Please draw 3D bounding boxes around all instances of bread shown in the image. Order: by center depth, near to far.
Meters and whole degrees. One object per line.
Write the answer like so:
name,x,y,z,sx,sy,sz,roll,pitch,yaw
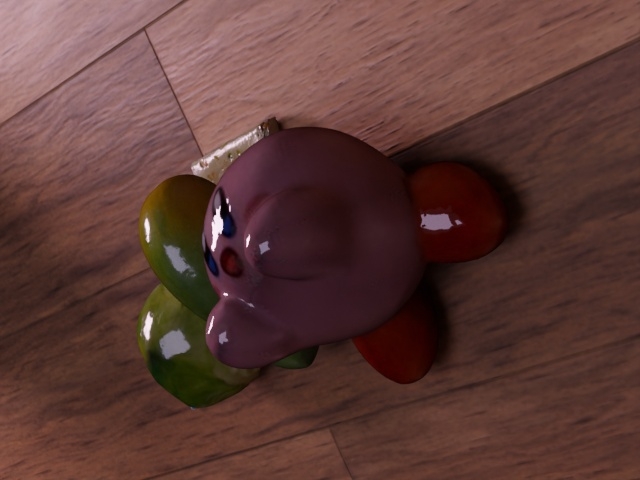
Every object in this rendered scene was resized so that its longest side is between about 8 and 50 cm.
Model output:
bread,-0.086,-0.080,1.728,0.154,0.028,0.068,-24,93,49

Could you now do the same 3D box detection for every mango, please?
mango,-0.092,0.034,1.698,0.251,0.156,0.114,41,101,-11

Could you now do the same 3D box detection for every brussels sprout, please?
brussels sprout,-0.144,0.112,1.805,0.151,0.122,0.149,33,132,30

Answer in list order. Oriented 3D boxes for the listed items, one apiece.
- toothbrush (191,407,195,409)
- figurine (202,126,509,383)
toothbrush,-0.185,0.151,1.945,0.131,0.011,0.013,61,150,3
figurine,0.005,-0.004,1.562,0.269,0.261,0.211,113,146,-40
